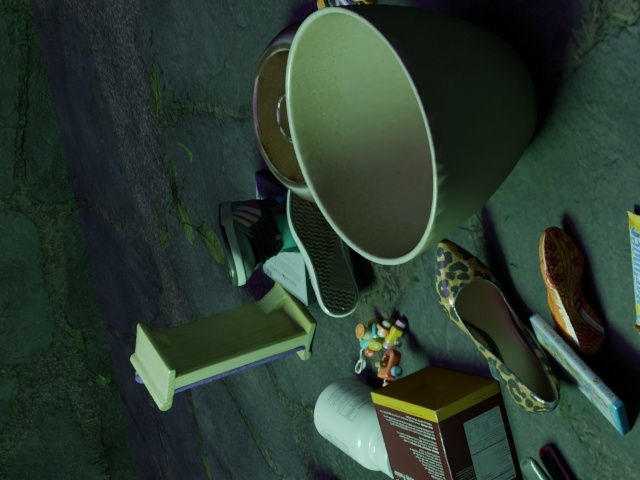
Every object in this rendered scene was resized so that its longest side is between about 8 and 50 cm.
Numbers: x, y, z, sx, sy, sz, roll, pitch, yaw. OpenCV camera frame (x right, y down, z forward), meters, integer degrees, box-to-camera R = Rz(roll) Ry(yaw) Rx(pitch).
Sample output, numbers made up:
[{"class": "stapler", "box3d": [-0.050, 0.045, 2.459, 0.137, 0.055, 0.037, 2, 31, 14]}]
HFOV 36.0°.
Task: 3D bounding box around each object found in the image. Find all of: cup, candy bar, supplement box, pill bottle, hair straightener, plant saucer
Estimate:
[{"class": "cup", "box3d": [0.139, -0.160, 1.281, 0.331, 0.237, 0.331, 42, 142, 44]}, {"class": "candy bar", "box3d": [0.392, 0.043, 1.190, 0.040, 0.018, 0.161, 22, 126, 57]}, {"class": "supplement box", "box3d": [0.205, 0.328, 1.613, 0.191, 0.129, 0.194, 2, 109, 62]}, {"class": "pill bottle", "box3d": [0.098, 0.351, 1.828, 0.229, 0.131, 0.131, 23, 128, 56]}, {"class": "hair straightener", "box3d": [0.356, 0.418, 1.435, 0.230, 0.089, 0.047, 63, 151, 14]}, {"class": "plant saucer", "box3d": [-0.033, -0.210, 1.656, 0.310, 0.050, 0.311, 24, 120, 50]}]

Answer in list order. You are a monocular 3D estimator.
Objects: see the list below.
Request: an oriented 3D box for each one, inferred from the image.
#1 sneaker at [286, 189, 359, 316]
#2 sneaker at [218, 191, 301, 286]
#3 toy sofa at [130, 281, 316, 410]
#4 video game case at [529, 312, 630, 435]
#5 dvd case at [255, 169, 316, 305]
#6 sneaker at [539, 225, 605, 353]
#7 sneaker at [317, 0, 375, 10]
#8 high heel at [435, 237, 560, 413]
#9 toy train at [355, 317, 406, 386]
[{"class": "sneaker", "box3d": [0.000, 0.000, 1.806, 0.123, 0.106, 0.290, 105, 155, -85]}, {"class": "sneaker", "box3d": [-0.094, -0.006, 1.832, 0.295, 0.178, 0.124, -105, 6, -67]}, {"class": "toy sofa", "box3d": [-0.200, 0.231, 2.054, 0.150, 0.362, 0.177, 49, 140, 35]}, {"class": "video game case", "box3d": [0.345, 0.178, 1.311, 0.166, 0.015, 0.119, 50, 177, 34]}, {"class": "dvd case", "box3d": [-0.072, -0.007, 2.017, 0.179, 0.029, 0.239, 35, 137, 49]}, {"class": "sneaker", "box3d": [0.317, 0.068, 1.300, 0.067, 0.064, 0.175, 179, 75, -70]}, {"class": "sneaker", "box3d": [0.022, -0.423, 1.512, 0.083, 0.084, 0.215, -30, 84, 50]}, {"class": "high heel", "box3d": [0.251, 0.117, 1.380, 0.261, 0.093, 0.186, 61, 173, -16]}, {"class": "toy train", "box3d": [0.097, 0.192, 1.749, 0.166, 0.046, 0.125, -3, 65, 66]}]
